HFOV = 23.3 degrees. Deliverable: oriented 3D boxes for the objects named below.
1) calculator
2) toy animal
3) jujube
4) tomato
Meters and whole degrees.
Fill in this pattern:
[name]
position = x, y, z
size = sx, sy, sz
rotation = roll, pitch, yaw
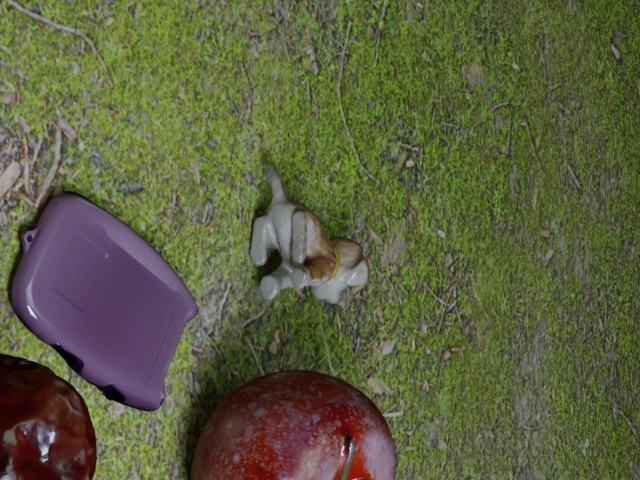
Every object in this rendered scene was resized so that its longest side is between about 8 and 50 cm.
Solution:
[calculator]
position = -0.250, 0.070, 1.833
size = 0.294, 0.043, 0.194
rotation = 45, 54, -41
[toy animal]
position = -0.007, -0.008, 2.129
size = 0.185, 0.104, 0.183
rotation = 6, 75, -49
[jujube]
position = -0.337, 0.221, 1.549
size = 0.213, 0.232, 0.212
rotation = 7, 81, -52
[tomato]
position = -0.039, 0.289, 1.957
size = 0.270, 0.227, 0.270
rotation = -19, 119, -39
